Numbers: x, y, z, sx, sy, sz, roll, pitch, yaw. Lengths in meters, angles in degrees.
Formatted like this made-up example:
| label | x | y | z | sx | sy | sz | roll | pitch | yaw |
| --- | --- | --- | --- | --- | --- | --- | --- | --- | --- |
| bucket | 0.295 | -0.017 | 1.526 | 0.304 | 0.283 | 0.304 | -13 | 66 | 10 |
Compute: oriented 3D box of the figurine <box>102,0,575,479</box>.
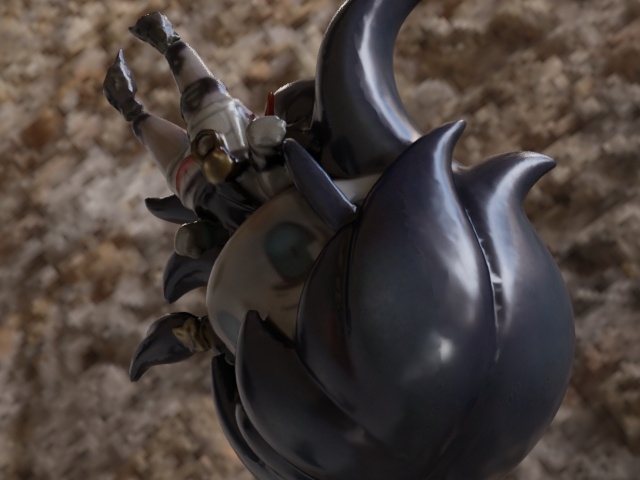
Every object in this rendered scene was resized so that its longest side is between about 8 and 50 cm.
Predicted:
| label | x | y | z | sx | sy | sz | roll | pitch | yaw |
| --- | --- | --- | --- | --- | --- | --- | --- | --- | --- |
| figurine | 0.009 | 0.004 | 0.775 | 0.175 | 0.197 | 0.265 | 101 | -20 | -57 |
